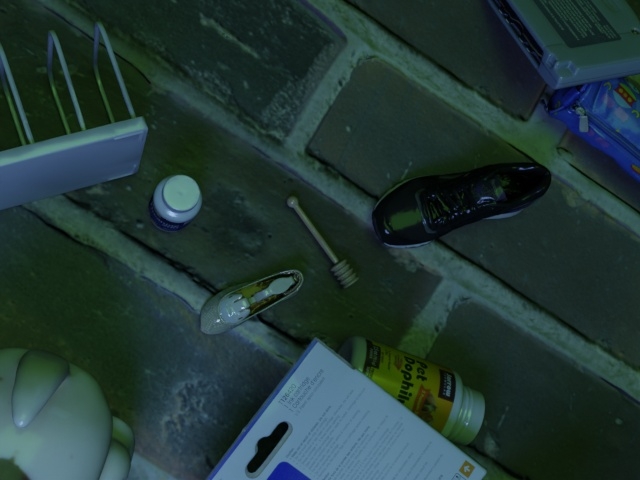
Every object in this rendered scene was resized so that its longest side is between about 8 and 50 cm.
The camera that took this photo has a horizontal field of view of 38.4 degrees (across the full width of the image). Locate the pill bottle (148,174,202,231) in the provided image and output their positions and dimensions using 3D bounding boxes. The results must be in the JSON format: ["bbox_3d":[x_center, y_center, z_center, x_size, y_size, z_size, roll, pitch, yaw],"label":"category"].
[{"bbox_3d":[-0.200,-0.053,1.273,0.067,0.120,0.067,3,80,-16],"label":"pill bottle"}]

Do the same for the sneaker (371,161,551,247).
[{"bbox_3d":[0.216,-0.070,1.397,0.283,0.124,0.107,-17,86,-18],"label":"sneaker"}]

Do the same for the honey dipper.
[{"bbox_3d":[0.000,0.000,1.372,0.030,0.030,0.160,-36,91,-19],"label":"honey dipper"}]

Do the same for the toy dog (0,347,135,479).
[{"bbox_3d":[-0.348,0.347,0.966,0.284,0.395,0.408,28,51,-21],"label":"toy dog"}]

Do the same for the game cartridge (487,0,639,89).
[{"bbox_3d":[0.394,-0.362,1.472,0.196,0.060,0.294,-14,55,-13],"label":"game cartridge"}]

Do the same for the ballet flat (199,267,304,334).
[{"bbox_3d":[-0.099,0.081,1.317,0.168,0.052,0.057,-28,90,-18],"label":"ballet flat"}]

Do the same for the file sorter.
[{"bbox_3d":[-0.391,-0.156,1.200,0.278,0.193,0.173,-17,83,-18],"label":"file sorter"}]

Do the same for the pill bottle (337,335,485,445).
[{"bbox_3d":[0.123,0.223,1.325,0.215,0.117,0.117,21,76,-12],"label":"pill bottle"}]

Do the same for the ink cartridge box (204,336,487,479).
[{"bbox_3d":[0.014,0.332,1.214,0.307,0.072,0.303,39,84,-9],"label":"ink cartridge box"}]

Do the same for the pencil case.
[{"bbox_3d":[0.511,-0.167,1.501,0.306,0.119,0.133,40,43,-7],"label":"pencil case"}]
